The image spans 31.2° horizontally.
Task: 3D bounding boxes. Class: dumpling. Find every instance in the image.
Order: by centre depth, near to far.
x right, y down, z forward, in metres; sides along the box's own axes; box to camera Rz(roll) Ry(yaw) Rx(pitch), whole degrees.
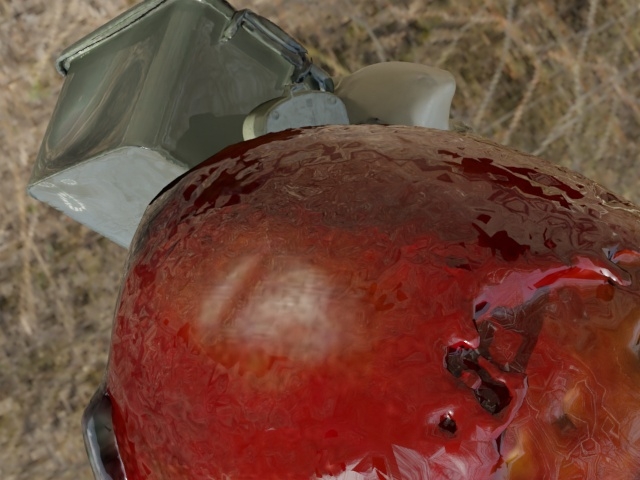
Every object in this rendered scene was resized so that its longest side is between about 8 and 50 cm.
[{"bbox_3d":[0.064,-0.101,0.942,0.176,0.093,0.150,0,-168,44],"label":"dumpling"}]

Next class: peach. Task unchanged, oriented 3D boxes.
[{"bbox_3d":[0.076,0.103,0.654,0.339,0.416,0.353,-58,171,-39],"label":"peach"}]

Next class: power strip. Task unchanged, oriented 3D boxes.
[{"bbox_3d":[0.000,0.000,0.823,0.080,0.227,0.029,-19,-169,-38],"label":"power strip"}]

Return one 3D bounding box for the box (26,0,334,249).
[{"bbox_3d":[-0.123,-0.084,0.913,0.163,0.135,0.243,33,152,-31],"label":"box"}]
